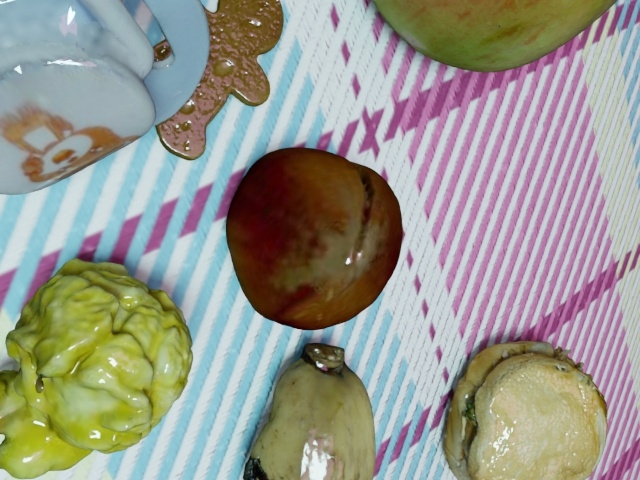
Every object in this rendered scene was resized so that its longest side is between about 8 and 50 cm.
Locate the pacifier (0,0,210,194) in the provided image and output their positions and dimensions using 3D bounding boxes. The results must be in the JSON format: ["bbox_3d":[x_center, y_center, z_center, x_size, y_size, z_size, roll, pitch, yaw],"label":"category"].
[{"bbox_3d":[-0.237,-0.157,0.372,0.279,0.227,0.207,-29,67,-4],"label":"pacifier"}]

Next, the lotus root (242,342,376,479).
[{"bbox_3d":[-0.012,0.254,0.568,0.154,0.140,0.256,8,88,-36],"label":"lotus root"}]

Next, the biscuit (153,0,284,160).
[{"bbox_3d":[-0.115,-0.188,0.502,0.138,0.031,0.205,41,80,-21],"label":"biscuit"}]

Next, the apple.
[{"bbox_3d":[0.198,-0.349,0.509,0.319,0.277,0.319,-4,100,-26],"label":"apple"}]

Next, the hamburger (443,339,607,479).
[{"bbox_3d":[0.317,0.271,0.749,0.286,0.146,0.243,-42,108,-10],"label":"hamburger"}]

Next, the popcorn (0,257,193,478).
[{"bbox_3d":[-0.203,0.125,0.432,0.195,0.168,0.173,-63,156,5],"label":"popcorn"}]

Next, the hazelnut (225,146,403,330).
[{"bbox_3d":[0.000,0.000,0.497,0.208,0.208,0.208,-5,100,-28],"label":"hazelnut"}]
